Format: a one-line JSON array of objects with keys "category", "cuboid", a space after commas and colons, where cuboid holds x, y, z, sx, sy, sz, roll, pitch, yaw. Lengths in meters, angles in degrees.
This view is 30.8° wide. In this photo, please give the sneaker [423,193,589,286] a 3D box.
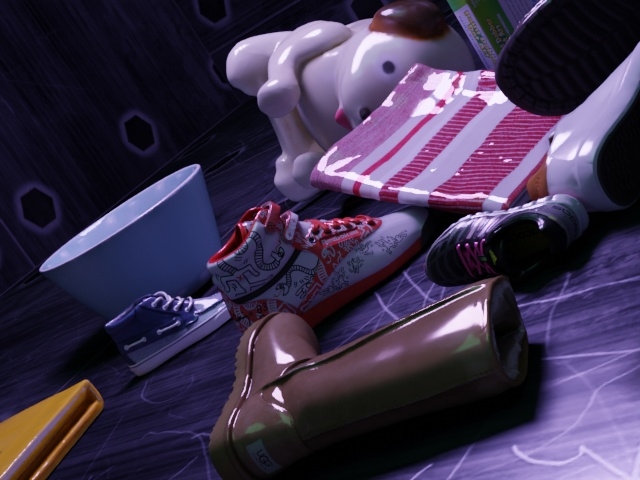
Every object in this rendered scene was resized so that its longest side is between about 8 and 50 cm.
[{"category": "sneaker", "cuboid": [0.165, 0.008, 1.090, 0.170, 0.063, 0.075, -20, 12, 31]}]

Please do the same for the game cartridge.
[{"category": "game cartridge", "cuboid": [-0.458, 0.323, 1.487, 0.323, 0.053, 0.285, -29, 13, 28]}]

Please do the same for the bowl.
[{"category": "bowl", "cuboid": [-0.284, 0.025, 1.903, 0.311, 0.163, 0.311, -31, 13, 8]}]

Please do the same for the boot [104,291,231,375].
[{"category": "boot", "cuboid": [-0.196, 0.099, 1.581, 0.190, 0.086, 0.069, -34, 12, -5]}]

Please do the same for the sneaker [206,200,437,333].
[{"category": "sneaker", "cuboid": [0.000, 0.000, 1.336, 0.270, 0.145, 0.090, -36, 13, -13]}]

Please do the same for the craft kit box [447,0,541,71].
[{"category": "craft kit box", "cuboid": [0.316, -0.360, 1.683, 0.246, 0.250, 0.061, -36, 13, -19]}]

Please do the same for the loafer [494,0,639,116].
[{"category": "loafer", "cuboid": [0.349, -0.277, 1.280, 0.366, 0.134, 0.130, -39, 12, 17]}]

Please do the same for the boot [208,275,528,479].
[{"category": "boot", "cuboid": [0.050, 0.099, 1.003, 0.269, 0.089, 0.236, -28, 24, 24]}]

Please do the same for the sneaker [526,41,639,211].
[{"category": "sneaker", "cuboid": [0.300, -0.129, 1.174, 0.123, 0.106, 0.290, -12, 25, 52]}]

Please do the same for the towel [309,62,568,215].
[{"category": "towel", "cuboid": [0.164, -0.128, 1.404, 0.329, 0.037, 0.237, 13, 52, 48]}]

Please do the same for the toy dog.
[{"category": "toy dog", "cuboid": [0.090, -0.219, 1.780, 0.395, 0.284, 0.408, -18, 9, -17]}]
